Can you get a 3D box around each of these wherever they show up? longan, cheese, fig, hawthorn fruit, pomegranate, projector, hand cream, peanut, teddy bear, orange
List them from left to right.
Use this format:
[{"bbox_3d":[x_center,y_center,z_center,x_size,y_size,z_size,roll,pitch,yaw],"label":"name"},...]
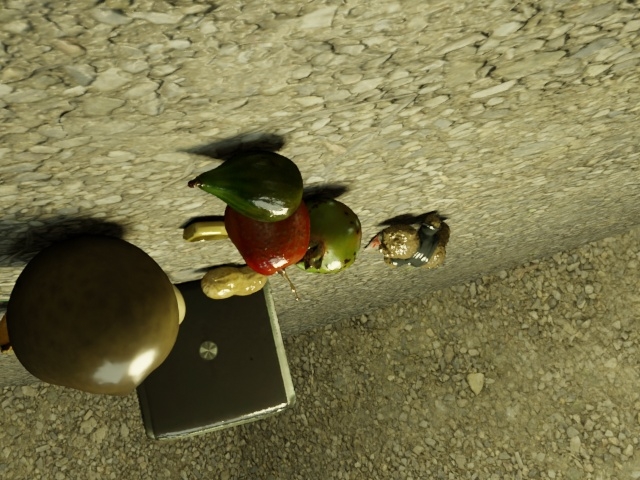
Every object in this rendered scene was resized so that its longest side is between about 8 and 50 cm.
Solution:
[{"bbox_3d":[-0.698,0.201,1.868,0.170,0.112,0.160,-33,170,-36],"label":"orange"},{"bbox_3d":[-0.409,0.137,1.422,0.318,0.319,0.319,-12,168,-3],"label":"longan"},{"bbox_3d":[-0.307,0.317,2.130,0.405,0.395,0.242,-12,168,-10],"label":"projector"},{"bbox_3d":[-0.187,-0.022,1.549,0.162,0.036,0.086,-5,167,-33],"label":"cheese"},{"bbox_3d":[-0.217,0.101,1.998,0.192,0.089,0.089,-7,168,-44],"label":"peanut"},{"bbox_3d":[-0.114,-0.089,1.176,0.177,0.117,0.117,13,156,-28],"label":"fig"},{"bbox_3d":[-0.083,0.001,1.356,0.162,0.204,0.162,-15,167,-4],"label":"hawthorn fruit"},{"bbox_3d":[0.000,0.000,1.507,0.159,0.159,0.205,-17,-164,20],"label":"pomegranate"},{"bbox_3d":[0.157,0.006,2.072,0.052,0.038,0.216,16,169,-3],"label":"hand cream"},{"bbox_3d":[0.253,0.012,1.949,0.251,0.129,0.182,5,120,-48],"label":"teddy bear"}]

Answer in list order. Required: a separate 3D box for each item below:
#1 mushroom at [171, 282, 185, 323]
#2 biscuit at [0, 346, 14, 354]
[{"bbox_3d":[-0.441,0.192,1.891,0.246,0.202,0.246,-18,160,-7],"label":"mushroom"},{"bbox_3d":[-0.863,0.306,2.353,0.265,0.040,0.188,-20,166,36],"label":"biscuit"}]
